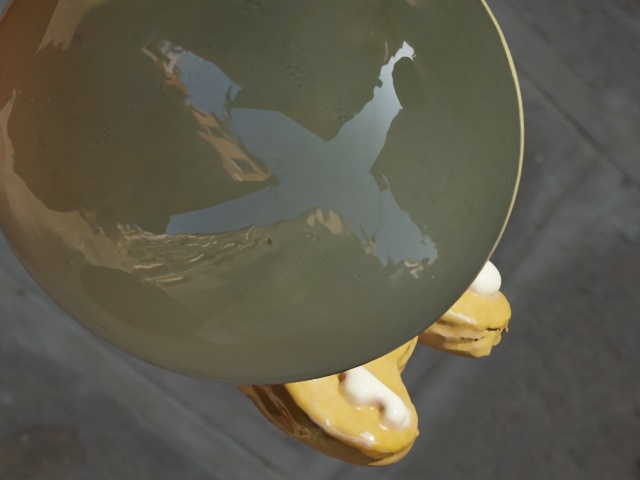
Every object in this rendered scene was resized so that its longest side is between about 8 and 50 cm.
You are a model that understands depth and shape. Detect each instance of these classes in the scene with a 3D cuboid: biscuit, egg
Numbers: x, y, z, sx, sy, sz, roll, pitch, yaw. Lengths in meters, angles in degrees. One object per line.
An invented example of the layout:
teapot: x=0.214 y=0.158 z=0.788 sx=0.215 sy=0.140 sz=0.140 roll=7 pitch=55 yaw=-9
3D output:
biscuit: x=0.000 y=0.000 z=1.024 sx=0.216 sy=0.339 sz=0.047 roll=30 pitch=114 yaw=11
egg: x=-0.032 y=-0.043 z=0.709 sx=0.186 sy=0.241 sz=0.186 roll=-9 pitch=107 yaw=-31
